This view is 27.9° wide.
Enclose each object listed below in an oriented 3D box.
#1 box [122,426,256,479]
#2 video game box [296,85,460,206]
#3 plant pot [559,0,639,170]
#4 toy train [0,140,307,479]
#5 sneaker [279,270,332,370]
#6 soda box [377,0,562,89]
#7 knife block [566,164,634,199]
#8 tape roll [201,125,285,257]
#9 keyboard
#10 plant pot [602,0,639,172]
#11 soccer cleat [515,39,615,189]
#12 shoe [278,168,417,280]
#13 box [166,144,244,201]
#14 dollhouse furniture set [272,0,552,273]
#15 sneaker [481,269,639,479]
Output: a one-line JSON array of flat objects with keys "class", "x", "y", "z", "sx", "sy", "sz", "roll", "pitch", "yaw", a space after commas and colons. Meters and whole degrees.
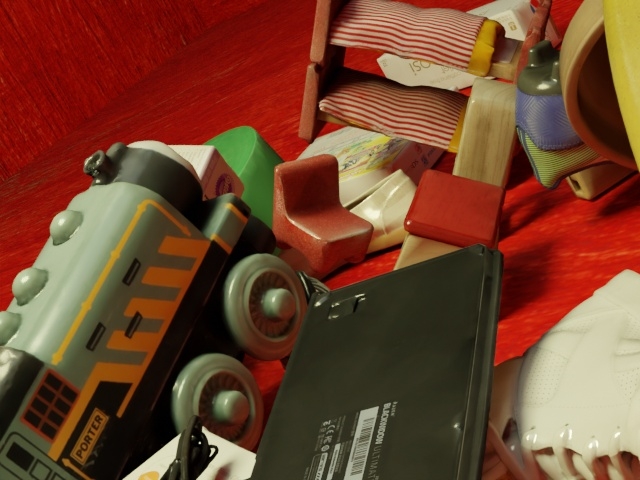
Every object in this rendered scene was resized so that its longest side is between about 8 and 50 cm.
[{"class": "box", "x": -0.089, "y": 0.198, "z": 0.720, "sx": 0.170, "sy": 0.091, "sz": 0.130, "roll": -37, "pitch": 18, "yaw": -20}, {"class": "video game box", "x": 0.041, "y": -0.080, "z": 1.387, "sx": 0.205, "sy": 0.048, "sz": 0.187, "roll": -17, "pitch": 19, "yaw": 38}, {"class": "plant pot", "x": 0.269, "y": -0.150, "z": 0.835, "sx": 0.237, "sy": 0.237, "sz": 0.110, "roll": -21, "pitch": 55, "yaw": 29}, {"class": "toy train", "x": -0.138, "y": 0.087, "z": 0.870, "sx": 0.142, "sy": 0.190, "sz": 0.334, "roll": -12, "pitch": 42, "yaw": 44}, {"class": "sneaker", "x": -0.022, "y": 0.053, "z": 1.056, "sx": 0.063, "sy": 0.075, "sz": 0.170, "roll": -29, "pitch": 16, "yaw": 6}, {"class": "soda box", "x": 0.175, "y": -0.228, "z": 1.537, "sx": 0.216, "sy": 0.074, "sz": 0.069, "roll": -13, "pitch": 24, "yaw": 47}, {"class": "knife block", "x": 0.324, "y": -0.161, "z": 1.061, "sx": 0.242, "sy": 0.088, "sz": 0.276, "roll": -19, "pitch": 19, "yaw": 35}, {"class": "tape roll", "x": -0.157, "y": 0.027, "z": 1.247, "sx": 0.321, "sy": 0.077, "sz": 0.321, "roll": -38, "pitch": 18, "yaw": 15}, {"class": "keyboard", "x": -0.010, "y": 0.119, "z": 0.626, "sx": 0.201, "sy": 0.033, "sz": 0.317, "roll": -18, "pitch": 26, "yaw": 23}, {"class": "plant pot", "x": 0.272, "y": -0.049, "z": 0.659, "sx": 0.212, "sy": 0.212, "sz": 0.187, "roll": -19, "pitch": 34, "yaw": 35}, {"class": "soccer cleat", "x": 0.283, "y": -0.112, "z": 0.980, "sx": 0.289, "sy": 0.121, "sz": 0.093, "roll": -13, "pitch": 26, "yaw": -11}, {"class": "shoe", "x": 0.000, "y": 0.000, "z": 1.201, "sx": 0.219, "sy": 0.058, "sz": 0.076, "roll": -25, "pitch": 17, "yaw": 19}, {"class": "box", "x": -0.150, "y": 0.070, "z": 1.014, "sx": 0.067, "sy": 0.063, "sz": 0.324, "roll": 2, "pitch": 57, "yaw": 30}, {"class": "dollhouse furniture set", "x": 0.069, "y": -0.101, "z": 1.059, "sx": 0.201, "sy": 0.152, "sz": 0.374, "roll": 13, "pitch": 27, "yaw": 7}, {"class": "sneaker", "x": 0.132, "y": 0.111, "z": 0.597, "sx": 0.169, "sy": 0.108, "sz": 0.292, "roll": -33, "pitch": 8, "yaw": 0}]
